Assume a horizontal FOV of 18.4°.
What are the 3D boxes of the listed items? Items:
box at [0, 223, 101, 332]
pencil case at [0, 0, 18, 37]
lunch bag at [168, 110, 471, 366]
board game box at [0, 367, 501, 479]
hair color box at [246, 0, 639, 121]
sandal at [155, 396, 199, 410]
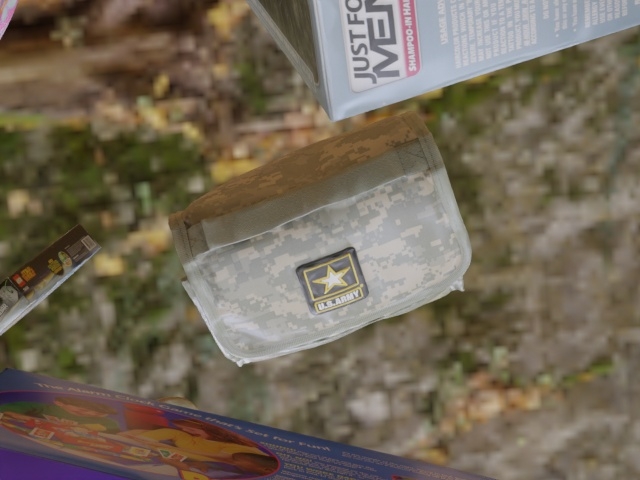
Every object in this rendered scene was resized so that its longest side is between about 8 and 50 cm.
[{"bbox_3d":[-0.220,0.042,1.422,0.094,0.027,0.137,-40,-177,21],"label":"box"},{"bbox_3d":[-0.317,-0.235,1.745,0.124,0.284,0.124,24,-179,-1],"label":"pencil case"},{"bbox_3d":[0.000,0.000,1.722,0.235,0.169,0.287,-20,170,0],"label":"lunch bag"},{"bbox_3d":[-0.051,0.167,1.185,0.347,0.078,0.233,13,-175,1],"label":"board game box"},{"bbox_3d":[0.139,-0.212,1.161,0.374,0.113,0.185,-18,-141,-13],"label":"hair color box"},{"bbox_3d":[-0.143,0.228,1.638,0.088,0.240,0.079,-3,-161,-16],"label":"sandal"}]
